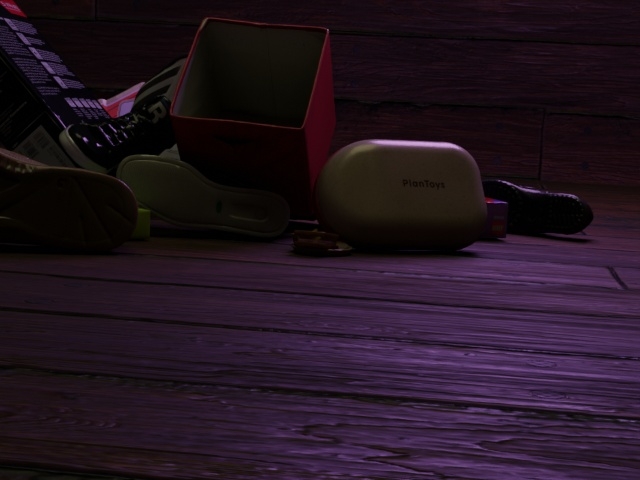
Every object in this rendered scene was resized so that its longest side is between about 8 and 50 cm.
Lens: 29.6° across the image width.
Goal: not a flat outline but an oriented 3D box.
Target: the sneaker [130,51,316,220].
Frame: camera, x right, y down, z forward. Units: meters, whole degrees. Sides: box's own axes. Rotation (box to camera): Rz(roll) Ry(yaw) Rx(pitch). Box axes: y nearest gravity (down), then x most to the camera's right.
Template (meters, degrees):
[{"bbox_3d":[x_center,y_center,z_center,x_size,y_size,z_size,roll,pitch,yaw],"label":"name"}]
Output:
[{"bbox_3d":[-0.132,-0.173,1.866,0.447,0.257,0.169,7,-4,30],"label":"sneaker"}]

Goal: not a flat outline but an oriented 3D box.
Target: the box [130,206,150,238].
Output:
[{"bbox_3d":[-0.316,-0.026,1.527,0.178,0.042,0.109,1,6,-27],"label":"box"}]

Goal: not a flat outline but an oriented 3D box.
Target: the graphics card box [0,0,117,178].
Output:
[{"bbox_3d":[-0.402,-0.193,1.739,0.371,0.094,0.233,49,10,1],"label":"graphics card box"}]

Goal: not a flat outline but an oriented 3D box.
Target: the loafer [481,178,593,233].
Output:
[{"bbox_3d":[0.328,-0.043,1.894,0.220,0.080,0.078,15,3,39],"label":"loafer"}]

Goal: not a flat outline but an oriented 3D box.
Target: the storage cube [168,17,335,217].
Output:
[{"bbox_3d":[-0.088,-0.167,1.675,0.184,0.215,0.193,7,-35,9],"label":"storage cube"}]

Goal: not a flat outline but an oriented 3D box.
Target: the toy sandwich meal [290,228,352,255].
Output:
[{"bbox_3d":[0.000,0.000,1.497,0.085,0.029,0.085,3,6,0],"label":"toy sandwich meal"}]

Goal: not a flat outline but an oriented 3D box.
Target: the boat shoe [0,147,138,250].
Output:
[{"bbox_3d":[-0.384,-0.051,1.383,0.341,0.121,0.110,16,-9,-16],"label":"boat shoe"}]

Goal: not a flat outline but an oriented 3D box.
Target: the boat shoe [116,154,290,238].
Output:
[{"bbox_3d":[-0.158,-0.054,1.609,0.233,0.084,0.079,17,1,-9],"label":"boat shoe"}]

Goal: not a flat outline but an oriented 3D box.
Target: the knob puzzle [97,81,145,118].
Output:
[{"bbox_3d":[-0.347,-0.160,2.127,0.213,0.213,0.030,-2,8,-38],"label":"knob puzzle"}]

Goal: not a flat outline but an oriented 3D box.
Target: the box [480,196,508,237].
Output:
[{"bbox_3d":[0.143,-0.048,1.875,0.201,0.057,0.293,1,7,-13],"label":"box"}]

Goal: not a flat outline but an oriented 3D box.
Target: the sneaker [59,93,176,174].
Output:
[{"bbox_3d":[-0.257,-0.152,1.617,0.121,0.079,0.217,-41,-9,12],"label":"sneaker"}]

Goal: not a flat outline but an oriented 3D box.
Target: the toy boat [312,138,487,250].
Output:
[{"bbox_3d":[0.097,-0.045,1.610,0.231,0.151,0.151,1,-24,-21],"label":"toy boat"}]
